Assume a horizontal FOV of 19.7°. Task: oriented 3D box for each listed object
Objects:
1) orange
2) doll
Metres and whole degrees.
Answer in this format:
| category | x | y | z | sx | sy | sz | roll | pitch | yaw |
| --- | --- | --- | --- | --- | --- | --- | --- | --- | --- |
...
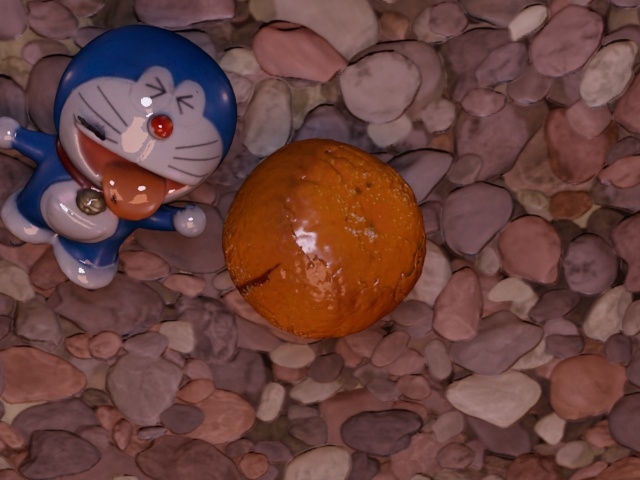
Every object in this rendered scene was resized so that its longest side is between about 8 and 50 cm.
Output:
| category | x | y | z | sx | sy | sz | roll | pitch | yaw |
| --- | --- | --- | --- | --- | --- | --- | --- | --- | --- |
| orange | 0.000 | 0.000 | 1.712 | 0.193 | 0.193 | 0.161 | 26 | 145 | -20 |
| doll | -0.190 | -0.077 | 1.662 | 0.215 | 0.161 | 0.257 | 31 | 121 | -6 |
